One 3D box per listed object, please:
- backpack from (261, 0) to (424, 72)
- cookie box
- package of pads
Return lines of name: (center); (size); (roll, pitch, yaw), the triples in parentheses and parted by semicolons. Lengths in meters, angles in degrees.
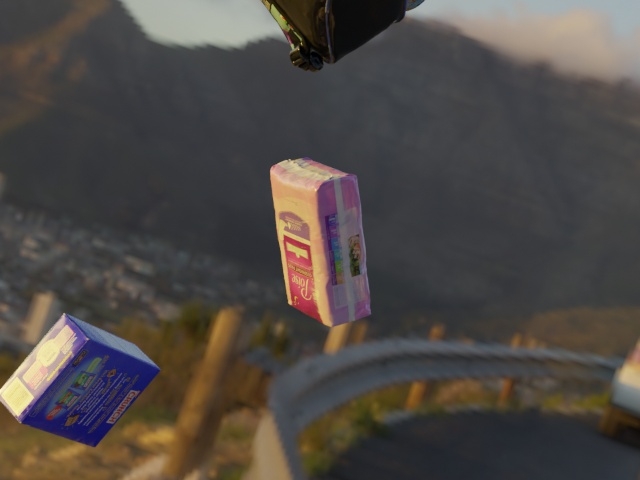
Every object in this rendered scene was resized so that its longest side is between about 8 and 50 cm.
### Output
backpack: (-0.012, -0.230, 1.192); (0.173, 0.117, 0.158); (51, -16, 24)
cookie box: (-0.198, 0.117, 1.418); (0.040, 0.092, 0.107); (43, 6, 33)
package of pads: (0.000, 0.000, 0.916); (0.032, 0.083, 0.050); (-17, 23, -26)
